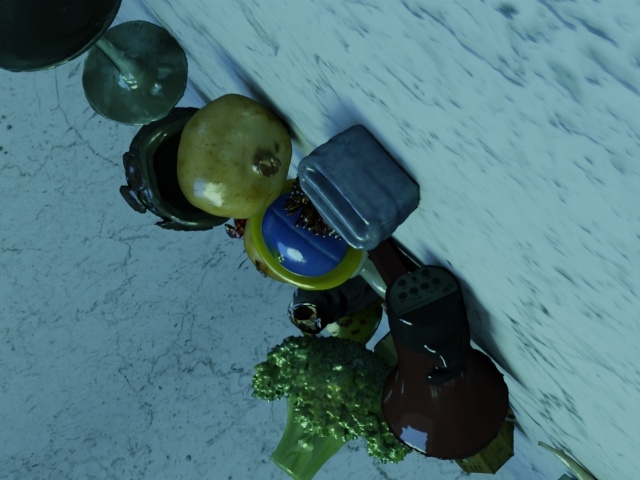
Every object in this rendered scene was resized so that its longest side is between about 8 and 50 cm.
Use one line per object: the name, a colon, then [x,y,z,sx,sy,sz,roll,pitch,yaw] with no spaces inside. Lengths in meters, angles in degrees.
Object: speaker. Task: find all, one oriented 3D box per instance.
speaker: [0.163,0.123,1.088,0.330,0.198,0.259,73,-162,-46]

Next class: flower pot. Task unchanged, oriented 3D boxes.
flower pot: [-0.313,-0.157,1.762,0.302,0.302,0.213,49,169,-23]

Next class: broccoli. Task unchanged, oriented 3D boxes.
broccoli: [0.021,0.272,1.296,0.288,0.259,0.236,16,128,48]

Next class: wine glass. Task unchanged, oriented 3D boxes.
wine glass: [-0.366,-0.333,1.209,0.267,0.267,0.406,47,-179,8]

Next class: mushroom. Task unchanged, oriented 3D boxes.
mushroom: [0.459,0.415,1.195,0.306,0.043,0.068,41,158,59]

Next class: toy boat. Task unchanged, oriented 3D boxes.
toy boat: [0.034,-0.052,0.864,0.127,0.078,0.283,46,176,1]

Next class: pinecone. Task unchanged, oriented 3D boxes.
pinecone: [0.008,-0.053,1.059,0.109,0.102,0.102,20,180,-11]

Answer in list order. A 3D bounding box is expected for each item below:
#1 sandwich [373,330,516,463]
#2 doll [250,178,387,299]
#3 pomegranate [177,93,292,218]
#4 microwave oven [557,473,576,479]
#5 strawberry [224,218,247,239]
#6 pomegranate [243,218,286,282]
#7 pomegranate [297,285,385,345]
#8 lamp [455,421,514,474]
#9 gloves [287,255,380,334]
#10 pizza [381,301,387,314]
sandwich: [0.230,0.278,1.411,0.227,0.155,0.198,51,172,-35]
doll: [0.013,0.026,1.251,0.311,0.160,0.242,37,172,4]
pomegranate: [-0.122,-0.120,1.115,0.196,0.196,0.196,47,175,5]
microwave oven: [0.511,0.563,1.415,0.208,0.122,0.162,48,176,-2]
strawberry: [-0.065,-0.024,1.927,0.306,0.138,0.233,18,-177,25]
pomegranate: [-0.068,-0.002,1.577,0.191,0.191,0.191,47,175,5]
pomegranate: [0.060,0.150,1.696,0.263,0.211,0.211,12,-158,-42]
lamp: [0.322,0.399,1.592,0.161,0.161,0.185,42,171,46]
gloves: [0.037,0.087,1.391,0.142,0.119,0.285,35,-157,8]
pizza: [0.178,0.166,1.577,0.175,0.046,0.134,49,175,-23]
